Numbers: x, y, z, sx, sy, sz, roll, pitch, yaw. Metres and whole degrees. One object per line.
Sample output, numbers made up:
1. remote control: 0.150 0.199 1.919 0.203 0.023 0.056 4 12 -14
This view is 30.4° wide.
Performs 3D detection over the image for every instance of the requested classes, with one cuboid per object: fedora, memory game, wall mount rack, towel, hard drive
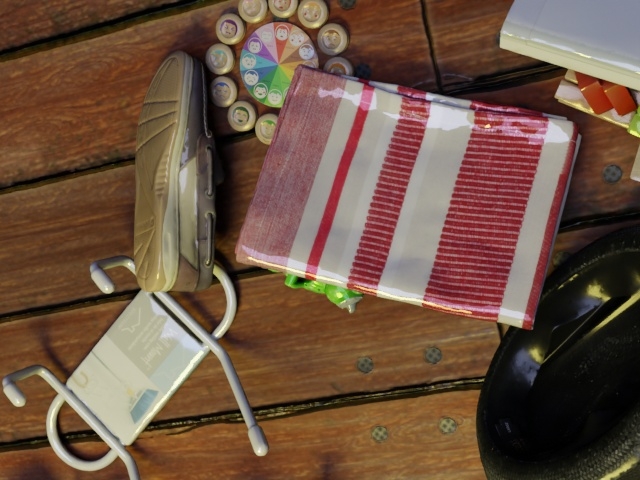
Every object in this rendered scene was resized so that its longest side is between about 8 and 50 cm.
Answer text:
1. fedora: 0.309 0.145 1.178 0.153 0.334 0.334 29 109 -20
2. memory game: -0.049 -0.202 1.366 0.186 0.012 0.186 3 98 20
3. wall mount rack: -0.210 0.197 1.414 0.304 0.130 0.350 44 110 10
4. towel: 0.092 -0.052 1.265 0.329 0.037 0.237 13 76 14
5. hard drive: 0.356 -0.228 1.146 0.308 0.040 0.203 20 68 17

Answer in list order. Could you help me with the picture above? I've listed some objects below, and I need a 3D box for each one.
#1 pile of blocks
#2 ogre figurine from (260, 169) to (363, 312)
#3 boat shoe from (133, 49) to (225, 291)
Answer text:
1. pile of blocks: 0.380 -0.083 1.172 0.149 0.113 0.362 -43 82 20
2. ogre figurine: 0.000 0.000 1.332 0.197 0.097 0.118 25 93 4
3. boat shoe: -0.159 -0.077 1.381 0.103 0.092 0.285 -14 71 54
